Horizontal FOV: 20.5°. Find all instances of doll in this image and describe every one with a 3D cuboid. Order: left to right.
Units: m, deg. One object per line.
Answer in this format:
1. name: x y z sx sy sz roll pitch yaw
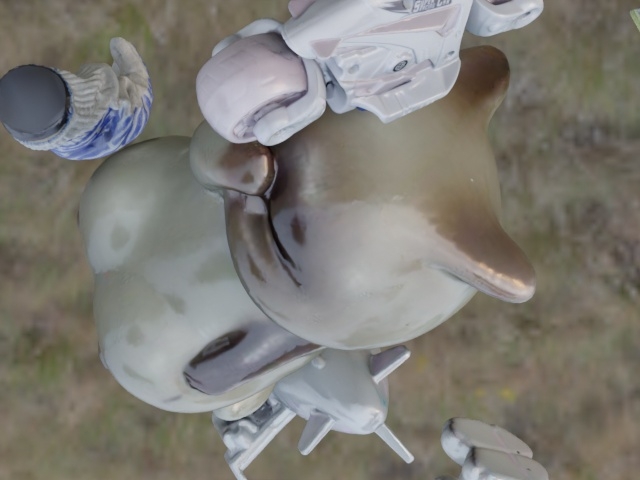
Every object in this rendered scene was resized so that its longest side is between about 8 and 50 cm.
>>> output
1. doll: -0.031 0.000 1.302 0.226 0.215 0.370 13 152 -33
2. doll: 0.084 0.289 1.397 0.144 0.208 0.271 14 132 -30

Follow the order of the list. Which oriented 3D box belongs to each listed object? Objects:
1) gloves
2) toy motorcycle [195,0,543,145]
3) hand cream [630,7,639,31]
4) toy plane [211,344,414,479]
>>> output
1. gloves: -0.198 -0.114 1.474 0.119 0.097 0.229 -4 -168 17
2. toy motorcycle: 0.039 -0.139 1.126 0.254 0.112 0.112 -27 167 -12
3. hand cream: 0.279 -0.170 1.310 0.102 0.022 0.035 -17 113 37
4. toy plane: 0.008 0.113 1.561 0.252 0.252 0.118 -17 124 45
